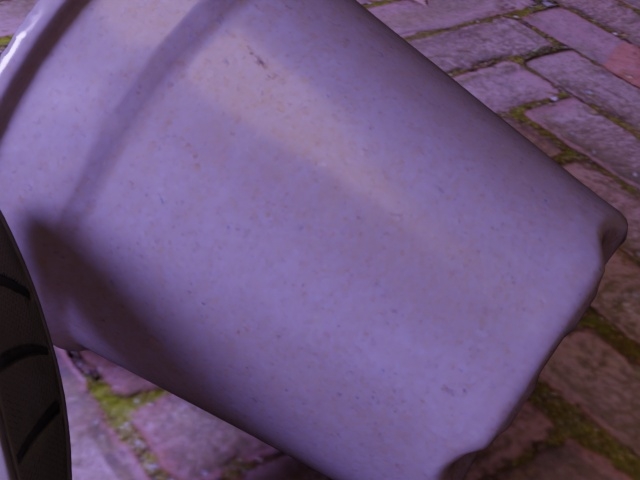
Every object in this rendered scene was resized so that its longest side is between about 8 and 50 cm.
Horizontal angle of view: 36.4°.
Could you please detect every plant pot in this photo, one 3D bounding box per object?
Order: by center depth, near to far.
[{"bbox_3d":[0.000,0.000,0.607,0.305,0.334,0.334,34,45,12],"label":"plant pot"}]

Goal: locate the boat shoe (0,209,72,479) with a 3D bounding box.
[{"bbox_3d":[-0.171,0.123,0.449,0.103,0.113,0.302,-12,86,1],"label":"boat shoe"}]
